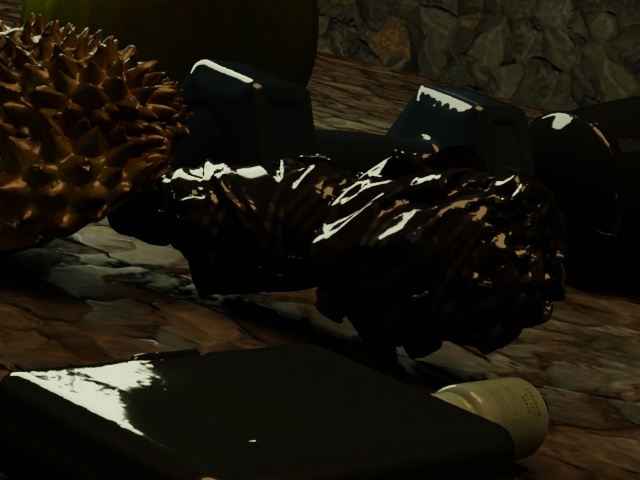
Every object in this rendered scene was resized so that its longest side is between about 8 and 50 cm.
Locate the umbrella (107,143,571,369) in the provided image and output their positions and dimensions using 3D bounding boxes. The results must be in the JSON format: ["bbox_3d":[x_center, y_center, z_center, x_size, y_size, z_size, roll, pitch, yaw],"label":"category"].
[{"bbox_3d":[-0.002,0.011,1.187,0.337,0.154,0.128,-2,-35,26],"label":"umbrella"}]

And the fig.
[{"bbox_3d":[-0.138,-0.242,1.768,0.316,0.316,0.316,11,11,-2],"label":"fig"}]

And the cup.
[{"bbox_3d":[0.277,-0.027,1.571,0.177,0.169,0.223,-2,47,-36],"label":"cup"}]

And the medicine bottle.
[{"bbox_3d":[0.084,0.100,0.967,0.047,0.047,0.083,20,15,38],"label":"medicine bottle"}]

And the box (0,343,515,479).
[{"bbox_3d":[-0.027,0.099,0.852,0.160,0.050,0.230,21,15,39],"label":"box"}]

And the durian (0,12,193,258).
[{"bbox_3d":[-0.196,-0.077,1.210,0.183,0.138,0.250,-21,20,-28],"label":"durian"}]

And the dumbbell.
[{"bbox_3d":[0.025,-0.060,1.468,0.325,0.160,0.144,1,46,-40],"label":"dumbbell"}]
